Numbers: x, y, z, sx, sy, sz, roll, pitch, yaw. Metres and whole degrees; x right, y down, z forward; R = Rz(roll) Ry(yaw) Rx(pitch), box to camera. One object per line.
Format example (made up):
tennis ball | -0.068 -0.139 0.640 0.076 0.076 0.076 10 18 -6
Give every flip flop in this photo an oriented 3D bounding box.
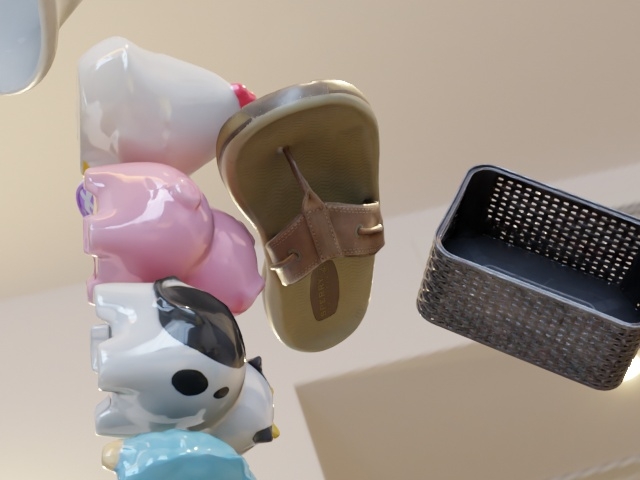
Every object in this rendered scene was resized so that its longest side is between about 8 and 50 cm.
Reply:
flip flop | 0.000 0.000 0.786 0.112 0.080 0.277 -20 -39 -13

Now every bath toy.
bath toy | -0.082 0.022 0.714 0.129 0.348 0.151 -2 -35 -14

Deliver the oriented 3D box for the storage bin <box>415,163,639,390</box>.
storage bin | 0.182 0.028 0.938 0.180 0.122 0.084 21 -43 12

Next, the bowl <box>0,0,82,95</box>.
bowl | -0.190 -0.226 0.544 0.134 0.298 0.298 -47 -37 -25

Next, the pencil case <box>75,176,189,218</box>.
pencil case | -0.166 -0.082 1.189 0.086 0.206 0.088 12 -48 27
